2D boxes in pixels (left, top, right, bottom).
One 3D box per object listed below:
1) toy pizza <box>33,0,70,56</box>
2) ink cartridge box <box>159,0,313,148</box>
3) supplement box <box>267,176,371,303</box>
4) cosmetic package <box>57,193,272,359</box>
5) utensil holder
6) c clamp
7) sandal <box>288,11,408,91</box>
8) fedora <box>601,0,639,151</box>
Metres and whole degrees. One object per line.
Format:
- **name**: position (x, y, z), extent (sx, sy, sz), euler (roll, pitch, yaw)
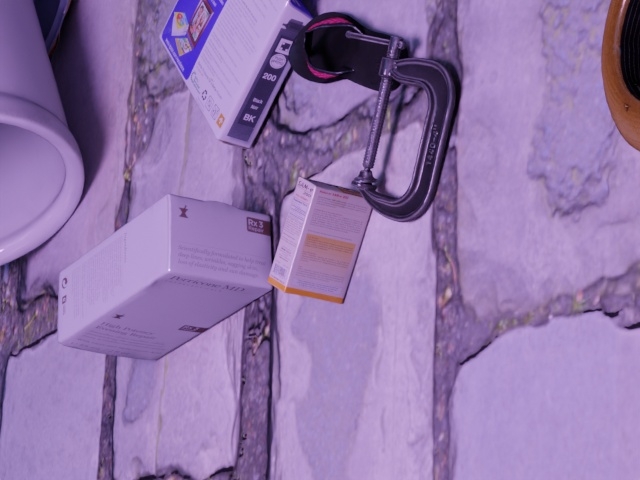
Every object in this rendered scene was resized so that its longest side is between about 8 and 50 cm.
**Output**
- **toy pizza**: position (-0.343, -0.294, 2.331), extent (0.201, 0.032, 0.201), euler (-27, 57, 51)
- **ink cartridge box**: position (-0.075, -0.231, 1.868), extent (0.208, 0.045, 0.206), euler (-62, 35, 25)
- **supplement box**: position (0.000, 0.000, 1.655), extent (0.036, 0.062, 0.098), euler (30, 104, 59)
- **cosmetic package**: position (-0.154, 0.040, 1.836), extent (0.231, 0.117, 0.086), euler (-31, 55, 52)
- **utensil holder**: position (-0.466, -0.197, 2.174), extent (0.327, 0.327, 0.385), euler (-46, 50, 41)
- **c clamp**: position (0.063, -0.097, 1.619), extent (0.137, 0.022, 0.161), euler (9, 90, 46)
- **sandal**: position (0.016, -0.172, 1.708), extent (0.179, 0.040, 0.067), euler (20, 98, 58)
- **fedora**: position (0.266, -0.140, 1.265), extent (0.194, 0.079, 0.194), euler (-32, 53, 57)
